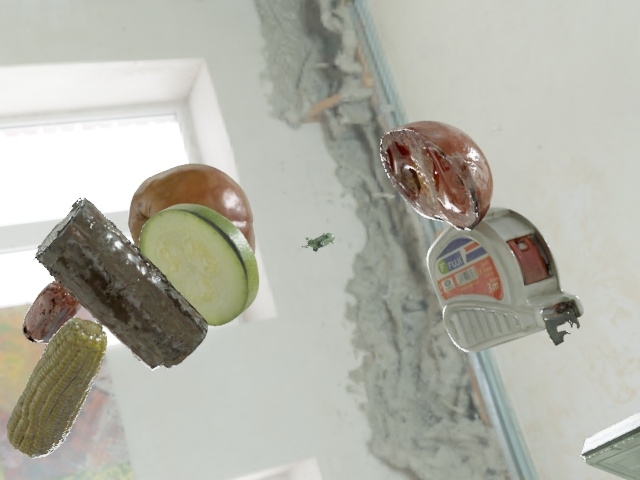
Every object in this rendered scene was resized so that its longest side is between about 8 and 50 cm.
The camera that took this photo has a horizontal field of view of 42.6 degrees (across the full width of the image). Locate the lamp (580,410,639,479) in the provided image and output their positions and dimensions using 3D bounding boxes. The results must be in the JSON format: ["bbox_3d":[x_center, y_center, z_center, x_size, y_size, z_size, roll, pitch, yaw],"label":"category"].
[{"bbox_3d":[0.607,0.364,1.353,0.269,0.267,0.047,112,-2,-61],"label":"lamp"}]

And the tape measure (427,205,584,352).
[{"bbox_3d":[0.314,0.074,1.448,0.258,0.130,0.265,-38,-113,62],"label":"tape measure"}]

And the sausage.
[{"bbox_3d":[-0.463,0.123,1.413,0.141,0.076,0.076,-52,-132,30],"label":"sausage"}]

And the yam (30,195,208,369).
[{"bbox_3d":[-0.303,0.072,1.239,0.279,0.131,0.131,48,-21,-13],"label":"yam"}]

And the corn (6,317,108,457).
[{"bbox_3d":[-0.328,0.185,1.032,0.231,0.080,0.080,-56,-136,28],"label":"corn"}]

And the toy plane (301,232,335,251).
[{"bbox_3d":[0.001,0.003,1.778,0.080,0.083,0.033,-39,-111,51],"label":"toy plane"}]

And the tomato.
[{"bbox_3d":[0.205,-0.129,1.354,0.228,0.112,0.199,27,-29,49],"label":"tomato"}]

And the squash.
[{"bbox_3d":[-0.228,0.042,1.547,0.252,0.049,0.252,16,-56,25],"label":"squash"}]

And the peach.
[{"bbox_3d":[-0.315,-0.030,2.079,0.343,0.302,0.342,11,-77,56],"label":"peach"}]
